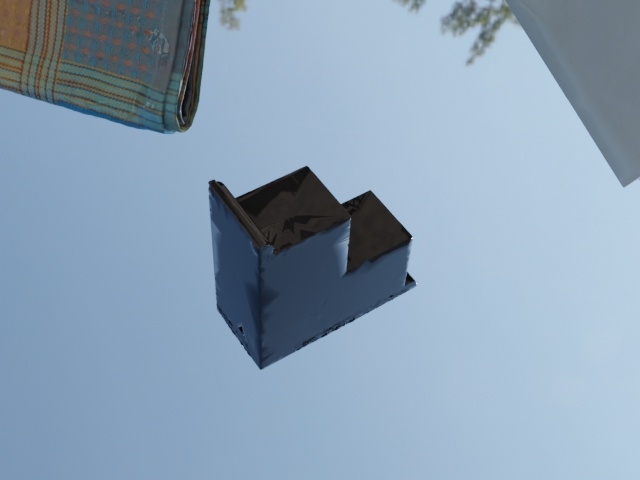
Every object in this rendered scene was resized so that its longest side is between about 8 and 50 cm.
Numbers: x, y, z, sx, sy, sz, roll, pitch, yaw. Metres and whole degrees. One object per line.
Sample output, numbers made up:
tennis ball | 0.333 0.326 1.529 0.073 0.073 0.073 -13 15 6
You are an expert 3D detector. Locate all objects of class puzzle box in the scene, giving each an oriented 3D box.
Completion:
puzzle box | 0.313 -0.227 0.941 0.052 0.409 0.272 -27 -98 -11

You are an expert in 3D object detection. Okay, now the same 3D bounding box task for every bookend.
bookend | 0.000 0.000 0.772 0.156 0.157 0.072 -27 -123 -21

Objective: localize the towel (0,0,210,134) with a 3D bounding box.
towel | -0.261 -0.260 0.876 0.370 0.272 0.040 16 -161 17
